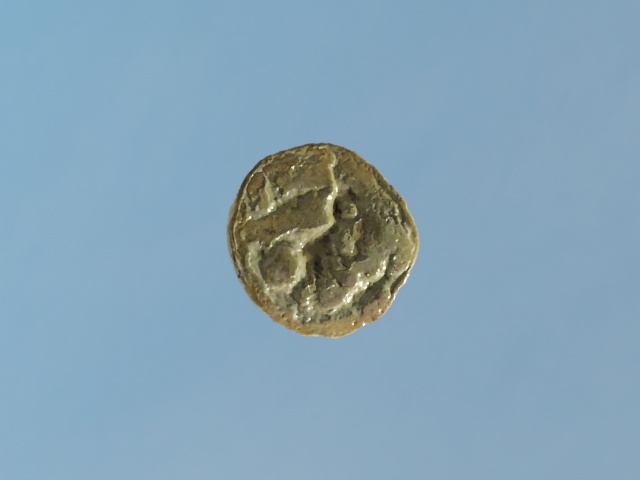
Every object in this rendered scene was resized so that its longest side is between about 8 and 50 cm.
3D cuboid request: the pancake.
[{"bbox_3d":[0.000,0.000,1.008,0.158,0.028,0.158,0,-93,-4],"label":"pancake"}]
